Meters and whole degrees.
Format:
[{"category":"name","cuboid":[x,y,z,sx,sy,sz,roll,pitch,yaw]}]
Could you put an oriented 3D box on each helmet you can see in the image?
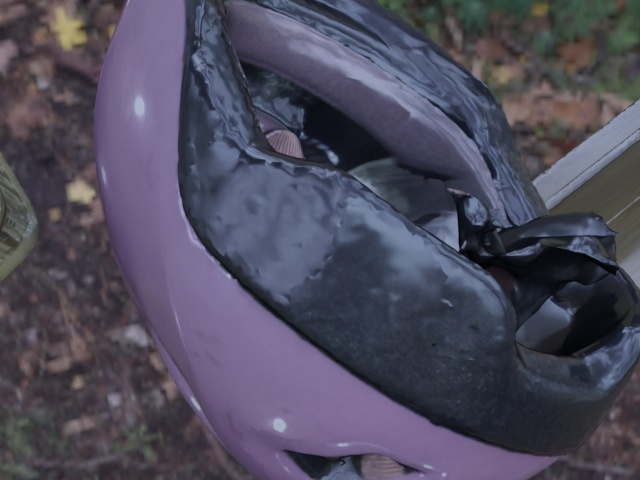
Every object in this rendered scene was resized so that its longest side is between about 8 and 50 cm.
[{"category":"helmet","cuboid":[0.000,0.000,0.626,0.198,0.154,0.253,16,20,-48]}]

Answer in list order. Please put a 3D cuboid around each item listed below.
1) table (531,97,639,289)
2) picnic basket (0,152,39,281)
[{"category":"table","cuboid":[0.223,-0.024,1.251,0.226,0.167,0.167,-37,55,-13]},{"category":"picnic basket","cuboid":[-0.347,-0.055,1.053,0.228,0.175,0.313,-43,51,7]}]
